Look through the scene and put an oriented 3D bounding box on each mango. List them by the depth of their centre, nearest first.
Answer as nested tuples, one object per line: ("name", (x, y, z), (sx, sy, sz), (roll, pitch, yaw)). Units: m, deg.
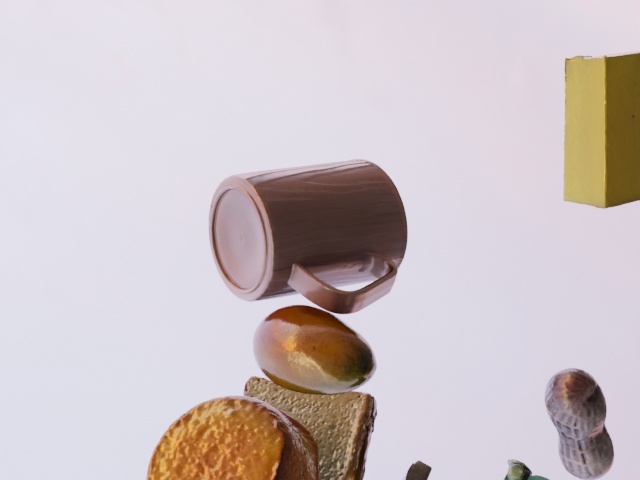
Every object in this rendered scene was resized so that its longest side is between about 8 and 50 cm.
("mango", (-0.014, 0.158, 1.071), (0.152, 0.221, 0.120), (5, -87, -21))

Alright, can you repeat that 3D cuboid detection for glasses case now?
("glasses case", (0.178, 0.563, 1.636), (0.047, 0.205, 0.071), (28, -140, 11))

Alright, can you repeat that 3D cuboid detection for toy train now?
("toy train", (0.469, 0.588, 1.664), (0.159, 0.248, 0.101), (26, -122, 34))

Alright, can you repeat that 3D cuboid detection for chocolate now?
("chocolate", (0.319, 0.225, 0.924), (0.072, 0.072, 0.167), (-51, -51, -45))

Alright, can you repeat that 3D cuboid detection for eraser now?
("eraser", (0.250, -0.095, 0.627), (0.097, 0.045, 0.122), (-12, -75, -32))

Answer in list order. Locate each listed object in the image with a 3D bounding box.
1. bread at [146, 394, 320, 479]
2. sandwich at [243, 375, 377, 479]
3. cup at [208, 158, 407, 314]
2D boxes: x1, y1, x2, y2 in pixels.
("bread", (-0.153, 0.408, 1.275), (0.172, 0.312, 0.312), (66, -156, -50))
("sandwich", (-0.044, 0.398, 1.473), (0.099, 0.289, 0.254), (73, -150, -48))
("cup", (-0.009, 0.008, 1.222), (0.273, 0.208, 0.288), (-9, -112, -36))
